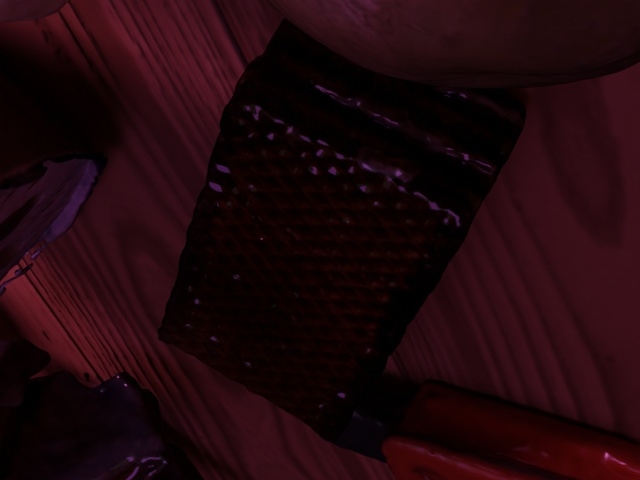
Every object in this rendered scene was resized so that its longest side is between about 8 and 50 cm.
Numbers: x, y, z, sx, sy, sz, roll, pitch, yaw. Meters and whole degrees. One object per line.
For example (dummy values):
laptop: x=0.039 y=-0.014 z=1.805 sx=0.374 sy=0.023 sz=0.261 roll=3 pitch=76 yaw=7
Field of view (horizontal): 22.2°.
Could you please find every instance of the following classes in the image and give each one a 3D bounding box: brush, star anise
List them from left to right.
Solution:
star anise: x=-0.217 y=0.135 z=1.040 sx=0.332 sy=0.117 sz=0.331 roll=6 pitch=158 yaw=3
brush: x=0.136 y=0.130 z=0.817 sx=0.323 sy=0.051 sz=0.070 roll=13 pitch=143 yaw=27

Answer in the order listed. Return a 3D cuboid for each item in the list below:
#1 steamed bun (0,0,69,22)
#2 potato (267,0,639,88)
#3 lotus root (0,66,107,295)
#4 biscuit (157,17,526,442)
steamed bun: x=-0.086 y=-0.144 z=0.497 sx=0.141 sy=0.155 sz=0.172 roll=-6 pitch=134 yaw=47
potato: x=0.051 y=-0.137 z=0.396 sx=0.178 sy=0.160 sz=0.235 roll=-7 pitch=133 yaw=-11
lotus root: x=-0.252 y=-0.013 z=0.774 sx=0.192 sy=0.272 sz=0.272 roll=44 pitch=149 yaw=-4
biscuit: x=0.000 y=0.000 z=0.723 sx=0.106 sy=0.070 sz=0.252 roll=30 pitch=150 yaw=2
